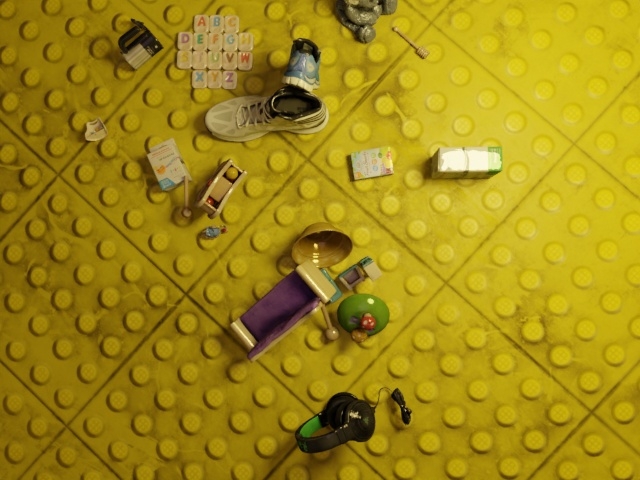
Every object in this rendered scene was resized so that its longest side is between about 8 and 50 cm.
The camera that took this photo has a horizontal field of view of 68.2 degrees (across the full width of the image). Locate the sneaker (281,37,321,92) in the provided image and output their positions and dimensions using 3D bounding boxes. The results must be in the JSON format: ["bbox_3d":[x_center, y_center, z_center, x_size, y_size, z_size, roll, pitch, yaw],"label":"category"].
[{"bbox_3d":[-0.045,-0.589,1.576,0.130,0.330,0.147,18,112,-8],"label":"sneaker"}]

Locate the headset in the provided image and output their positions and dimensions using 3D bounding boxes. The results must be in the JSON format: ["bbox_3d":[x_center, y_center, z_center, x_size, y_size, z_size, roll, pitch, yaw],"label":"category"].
[{"bbox_3d":[0.113,0.614,1.584,0.395,0.243,0.185,-22,88,-17],"label":"headset"}]

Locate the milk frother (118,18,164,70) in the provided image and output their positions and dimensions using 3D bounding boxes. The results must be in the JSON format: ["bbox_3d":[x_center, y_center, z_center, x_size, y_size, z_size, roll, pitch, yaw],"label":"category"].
[{"bbox_3d":[-0.675,-0.726,1.737,0.135,0.129,0.143,-39,44,1],"label":"milk frother"}]

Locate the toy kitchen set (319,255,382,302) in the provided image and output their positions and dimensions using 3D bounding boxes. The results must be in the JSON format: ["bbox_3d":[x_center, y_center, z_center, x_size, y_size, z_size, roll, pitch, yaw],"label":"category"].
[{"bbox_3d":[0.087,0.118,1.618,0.207,0.166,0.122,-36,92,2],"label":"toy kitchen set"}]

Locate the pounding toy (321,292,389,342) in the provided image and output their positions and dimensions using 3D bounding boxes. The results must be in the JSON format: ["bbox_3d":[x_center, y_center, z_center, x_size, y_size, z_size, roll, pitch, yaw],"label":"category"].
[{"bbox_3d":[0.118,0.285,1.608,0.237,0.110,0.182,-8,120,10],"label":"pounding toy"}]

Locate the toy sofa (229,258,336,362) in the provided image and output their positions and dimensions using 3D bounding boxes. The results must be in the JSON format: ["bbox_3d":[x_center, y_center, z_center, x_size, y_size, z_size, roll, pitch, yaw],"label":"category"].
[{"bbox_3d":[-0.137,0.235,1.575,0.363,0.177,0.150,-41,86,24],"label":"toy sofa"}]

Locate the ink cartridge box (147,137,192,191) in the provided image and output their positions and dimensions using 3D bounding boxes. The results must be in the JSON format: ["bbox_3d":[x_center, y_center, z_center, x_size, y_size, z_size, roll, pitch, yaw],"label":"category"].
[{"bbox_3d":[-0.557,-0.281,1.725,0.105,0.061,0.181,-25,87,2],"label":"ink cartridge box"}]

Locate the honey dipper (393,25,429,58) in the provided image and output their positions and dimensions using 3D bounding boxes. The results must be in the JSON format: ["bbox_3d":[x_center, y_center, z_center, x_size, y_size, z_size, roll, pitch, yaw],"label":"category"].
[{"bbox_3d":[0.325,-0.716,1.701,0.161,0.030,0.030,45,91,8],"label":"honey dipper"}]

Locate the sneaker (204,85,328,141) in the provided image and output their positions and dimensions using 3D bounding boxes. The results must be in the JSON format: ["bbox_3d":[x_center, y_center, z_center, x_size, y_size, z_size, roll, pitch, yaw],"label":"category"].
[{"bbox_3d":[-0.201,-0.453,1.610,0.449,0.257,0.168,-4,88,4],"label":"sneaker"}]

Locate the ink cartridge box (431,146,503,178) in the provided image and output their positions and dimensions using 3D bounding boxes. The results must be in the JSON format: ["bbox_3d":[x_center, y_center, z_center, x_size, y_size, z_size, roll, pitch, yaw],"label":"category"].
[{"bbox_3d":[0.493,-0.263,1.615,0.209,0.153,0.086,0,88,3],"label":"ink cartridge box"}]

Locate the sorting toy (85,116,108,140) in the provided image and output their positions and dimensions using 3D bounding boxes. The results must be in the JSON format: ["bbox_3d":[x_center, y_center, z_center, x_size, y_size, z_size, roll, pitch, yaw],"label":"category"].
[{"bbox_3d":[-0.835,-0.418,1.758,0.083,0.045,0.075,-26,80,3],"label":"sorting toy"}]

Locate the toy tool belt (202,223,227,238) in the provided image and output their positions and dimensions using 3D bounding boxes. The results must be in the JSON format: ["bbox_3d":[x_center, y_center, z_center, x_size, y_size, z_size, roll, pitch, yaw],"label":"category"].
[{"bbox_3d":[-0.382,-0.034,1.713,0.084,0.051,0.052,-6,88,3],"label":"toy tool belt"}]

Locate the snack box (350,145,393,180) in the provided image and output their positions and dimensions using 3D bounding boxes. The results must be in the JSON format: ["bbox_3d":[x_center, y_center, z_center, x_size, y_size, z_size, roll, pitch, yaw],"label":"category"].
[{"bbox_3d":[0.185,-0.275,1.691,0.141,0.037,0.100,-9,87,4],"label":"snack box"}]

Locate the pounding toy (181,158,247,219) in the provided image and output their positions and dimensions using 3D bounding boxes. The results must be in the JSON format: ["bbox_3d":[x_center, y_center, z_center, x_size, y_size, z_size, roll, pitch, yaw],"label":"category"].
[{"bbox_3d":[-0.395,-0.180,1.643,0.155,0.154,0.269,39,91,-24],"label":"pounding toy"}]

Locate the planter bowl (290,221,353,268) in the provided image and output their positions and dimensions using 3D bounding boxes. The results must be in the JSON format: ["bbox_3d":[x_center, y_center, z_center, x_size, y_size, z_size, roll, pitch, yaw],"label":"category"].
[{"bbox_3d":[0.000,0.000,1.647,0.218,0.217,0.090,-13,52,3],"label":"planter bowl"}]

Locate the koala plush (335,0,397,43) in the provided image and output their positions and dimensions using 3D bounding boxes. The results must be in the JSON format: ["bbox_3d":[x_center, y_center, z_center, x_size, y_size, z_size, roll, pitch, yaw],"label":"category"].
[{"bbox_3d":[0.144,-0.836,1.616,0.203,0.221,0.196,37,91,4],"label":"koala plush"}]

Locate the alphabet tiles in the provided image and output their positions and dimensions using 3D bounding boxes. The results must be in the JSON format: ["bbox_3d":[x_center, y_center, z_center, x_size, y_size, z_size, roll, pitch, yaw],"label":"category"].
[{"bbox_3d":[-0.389,-0.698,1.746,0.285,0.021,0.277,3,88,4],"label":"alphabet tiles"}]
